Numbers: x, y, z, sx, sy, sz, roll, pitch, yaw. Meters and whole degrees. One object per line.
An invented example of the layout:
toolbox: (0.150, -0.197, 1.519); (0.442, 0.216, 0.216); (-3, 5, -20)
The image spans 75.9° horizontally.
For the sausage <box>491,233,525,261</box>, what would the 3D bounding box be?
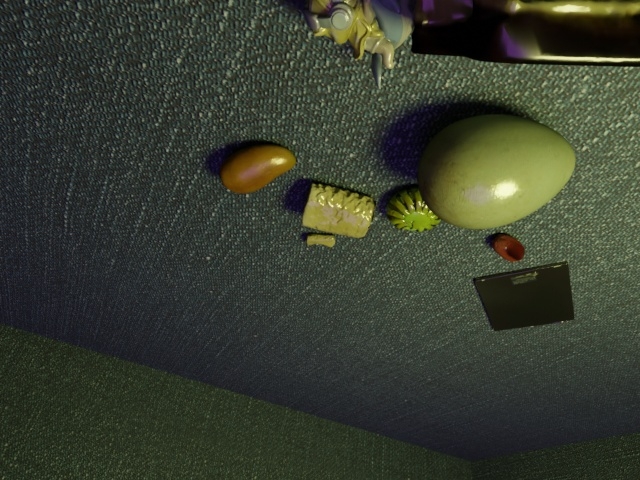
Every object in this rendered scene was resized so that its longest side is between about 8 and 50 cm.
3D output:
sausage: (0.496, 0.020, 1.085); (0.094, 0.059, 0.054); (29, 179, -24)

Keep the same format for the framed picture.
framed picture: (0.653, 0.190, 1.301); (0.255, 0.014, 0.339); (-15, 136, 24)

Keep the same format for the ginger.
ginger: (0.307, -0.326, 0.483); (0.412, 0.358, 0.212); (-11, 118, -22)

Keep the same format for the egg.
egg: (0.338, -0.136, 0.801); (0.295, 0.219, 0.219); (-11, 139, 1)

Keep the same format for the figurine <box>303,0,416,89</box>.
figurine: (0.070, -0.354, 0.653); (0.183, 0.129, 0.209); (-3, 144, 16)

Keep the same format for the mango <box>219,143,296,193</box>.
mango: (-0.148, -0.167, 0.944); (0.183, 0.085, 0.102); (-15, 136, 17)

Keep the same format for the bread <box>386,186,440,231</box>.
bread: (0.234, -0.071, 1.010); (0.139, 0.071, 0.130); (25, 133, -20)

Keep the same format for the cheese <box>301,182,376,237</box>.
cheese: (0.042, -0.071, 1.019); (0.167, 0.094, 0.123); (13, 142, -7)

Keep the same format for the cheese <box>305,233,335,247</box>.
cheese: (0.000, 0.000, 1.162); (0.083, 0.030, 0.044); (-1, 134, 1)
